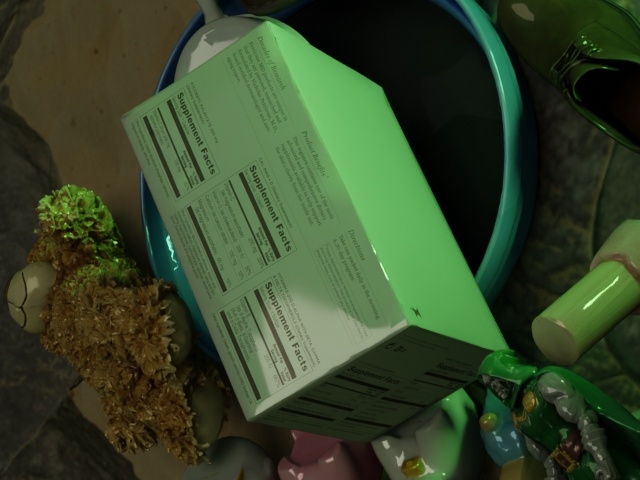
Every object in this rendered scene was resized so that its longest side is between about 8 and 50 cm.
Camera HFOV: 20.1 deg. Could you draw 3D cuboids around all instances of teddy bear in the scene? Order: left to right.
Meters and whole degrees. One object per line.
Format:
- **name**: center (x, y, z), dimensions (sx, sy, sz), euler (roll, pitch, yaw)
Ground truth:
- **teddy bear**: center (-0.189, 0.078, 1.595), dimensions (0.113, 0.245, 0.338), euler (-31, 48, -16)

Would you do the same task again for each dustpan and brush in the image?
- **dustpan and brush**: center (-0.082, -0.165, 1.560), dimensions (0.147, 0.060, 0.211), euler (-33, 74, 19)

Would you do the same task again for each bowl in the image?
- **bowl**: center (0.013, -0.060, 1.555), dimensions (0.391, 0.077, 0.391), euler (-4, 83, 36)

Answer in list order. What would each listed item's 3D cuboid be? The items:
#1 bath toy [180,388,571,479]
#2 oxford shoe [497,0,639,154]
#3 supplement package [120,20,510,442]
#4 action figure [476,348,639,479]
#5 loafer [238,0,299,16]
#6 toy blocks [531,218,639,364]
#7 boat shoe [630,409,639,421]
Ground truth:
- **bath toy**: center (0.037, 0.214, 1.491), dimensions (0.348, 0.129, 0.151), euler (-17, 32, 32)
- **oxford shoe**: center (0.213, -0.140, 1.405), dimensions (0.227, 0.096, 0.082), euler (41, 111, 33)
- **supplement package**: center (0.000, 0.000, 1.373), dimensions (0.145, 0.204, 0.262), euler (-31, 68, 19)
- **action figure**: center (0.196, 0.161, 1.241), dimensions (0.232, 0.063, 0.137), euler (45, 145, 15)
- **loafer**: center (-0.074, -0.347, 1.553), dimensions (0.134, 0.130, 0.366), euler (-31, 51, 23)
- **toy blocks**: center (0.364, 0.053, 1.225), dimensions (0.309, 0.260, 0.288), euler (50, 146, 6)
- **boat shoe**: center (0.202, 0.244, 1.333), dimensions (0.088, 0.096, 0.267), euler (-14, 49, 46)
